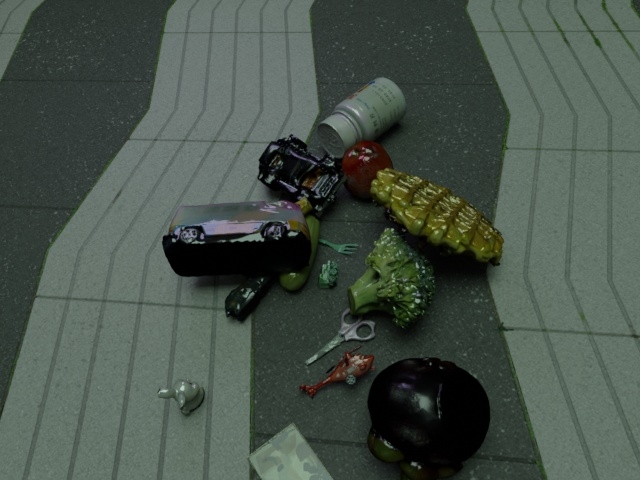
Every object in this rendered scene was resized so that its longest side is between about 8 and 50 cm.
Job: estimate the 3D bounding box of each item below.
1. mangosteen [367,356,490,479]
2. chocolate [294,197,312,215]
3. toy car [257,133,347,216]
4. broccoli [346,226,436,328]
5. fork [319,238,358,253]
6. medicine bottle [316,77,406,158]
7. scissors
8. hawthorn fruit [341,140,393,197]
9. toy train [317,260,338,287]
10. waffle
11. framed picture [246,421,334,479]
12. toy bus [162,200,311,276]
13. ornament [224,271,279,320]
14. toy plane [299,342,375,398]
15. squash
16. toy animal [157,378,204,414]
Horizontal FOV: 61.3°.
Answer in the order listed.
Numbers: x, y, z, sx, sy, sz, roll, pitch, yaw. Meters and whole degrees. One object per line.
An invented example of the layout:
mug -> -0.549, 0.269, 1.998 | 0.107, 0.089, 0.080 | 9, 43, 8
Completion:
mangosteen -> 0.234, 0.399, 1.181 | 0.233, 0.287, 0.288 | -22, 42, 40
chocolate -> -0.121, -0.053, 1.584 | 0.219, 0.085, 0.086 | -31, 52, 18
toy car -> -0.065, -0.211, 1.683 | 0.301, 0.118, 0.193 | 35, 91, 31
broccoli -> 0.170, 0.098, 1.419 | 0.245, 0.288, 0.248 | -22, 92, 0
fork -> 0.000, 0.001, 1.621 | 0.235, 0.021, 0.039 | 15, 53, 17
medicine bottle -> 0.137, -0.409, 1.813 | 0.293, 0.170, 0.170 | -38, 59, -21
scissors -> 0.046, 0.260, 1.425 | 0.212, 0.021, 0.110 | -33, 56, -19
hawthorn fruit -> 0.145, -0.223, 1.678 | 0.172, 0.173, 0.173 | -3, 54, 4
toy train -> 0.022, 0.097, 1.539 | 0.053, 0.033, 0.083 | -1, 54, 9
waffle -> 0.324, -0.078, 1.495 | 0.382, 0.095, 0.380 | 10, 30, -33
framed picture -> -0.062, 0.538, 1.239 | 0.136, 0.010, 0.201 | -32, 57, -18
toy bus -> -0.213, -0.015, 1.462 | 0.386, 0.171, 0.162 | -3, 52, 4
ornament -> -0.264, 0.106, 1.536 | 0.236, 0.080, 0.202 | 28, 58, 20
toy plane -> 0.044, 0.331, 1.328 | 0.194, 0.126, 0.077 | -30, 84, -17
squash -> -0.056, 0.031, 1.554 | 0.083, 0.083, 0.250 | 10, 61, 13
toy animal -> -0.333, 0.373, 1.317 | 0.071, 0.124, 0.085 | 22, 60, 15
